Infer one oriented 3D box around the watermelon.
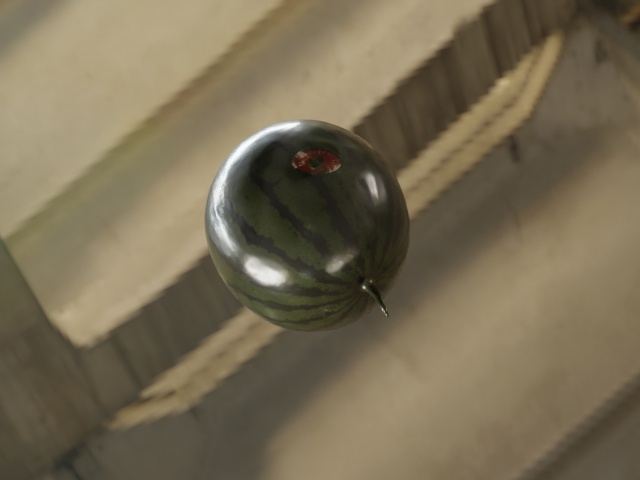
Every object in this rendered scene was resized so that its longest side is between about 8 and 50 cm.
[{"bbox_3d":[0.000,0.000,0.980,0.105,0.105,0.133,-32,-129,-10],"label":"watermelon"}]
